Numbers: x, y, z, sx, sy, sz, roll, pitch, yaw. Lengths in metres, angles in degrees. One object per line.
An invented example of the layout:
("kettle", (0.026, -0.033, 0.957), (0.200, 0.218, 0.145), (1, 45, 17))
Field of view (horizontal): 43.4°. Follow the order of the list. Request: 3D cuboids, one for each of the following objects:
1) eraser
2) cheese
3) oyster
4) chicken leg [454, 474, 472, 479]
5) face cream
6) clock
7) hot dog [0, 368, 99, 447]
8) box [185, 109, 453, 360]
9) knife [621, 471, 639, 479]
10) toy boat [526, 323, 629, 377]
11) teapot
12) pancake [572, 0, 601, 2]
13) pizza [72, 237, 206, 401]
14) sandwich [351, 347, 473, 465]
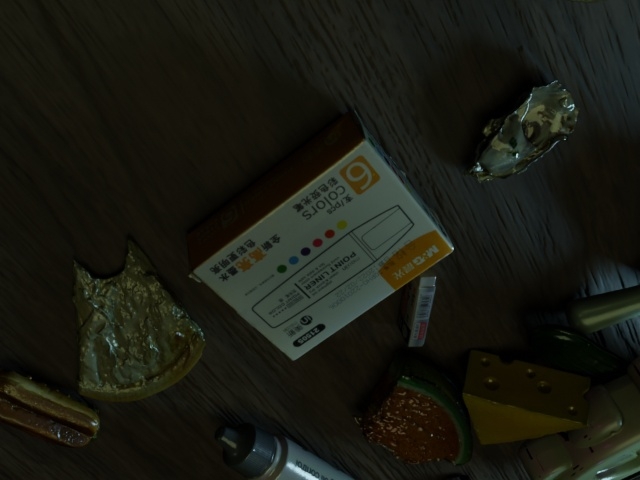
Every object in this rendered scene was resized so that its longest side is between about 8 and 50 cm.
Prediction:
("eraser", (0.135, 0.088, 1.132), (0.029, 0.052, 0.122), (-3, 122, -15))
("cheese", (0.315, 0.237, 1.210), (0.171, 0.093, 0.126), (-3, 130, 24))
("oyster", (0.247, -0.136, 1.015), (0.166, 0.053, 0.108), (-41, 142, 5))
("chicken leg", (0.276, 0.505, 1.445), (0.106, 0.051, 0.253), (-39, 126, 6))
("face cream", (-0.046, 0.361, 1.242), (0.092, 0.092, 0.311), (-42, 121, 14))
("clock", (0.480, 0.296, 1.278), (0.309, 0.114, 0.284), (-35, 148, 15))
("hot dog", (-0.381, 0.225, 1.088), (0.188, 0.055, 0.072), (36, 105, -30))
("box", (0.000, 0.000, 1.016), (0.274, 0.091, 0.221), (-38, 124, 12))
("knife", (0.537, 0.464, 1.507), (0.170, 0.010, 0.023), (-25, 125, 4))
("toy boat", (0.385, 0.172, 1.218), (0.104, 0.052, 0.210), (-9, 153, 42))
("teapot", (0.548, 0.079, 1.179), (0.220, 0.149, 0.318), (39, 131, -18))
("pancake", (0.319, -0.408, 0.868), (0.286, 0.033, 0.288), (35, 109, -31))
("pizza", (-0.246, 0.112, 1.061), (0.181, 0.034, 0.262), (-7, 123, -9))
("sandwich", (0.157, 0.268, 1.247), (0.159, 0.079, 0.235), (-38, 120, 24))
